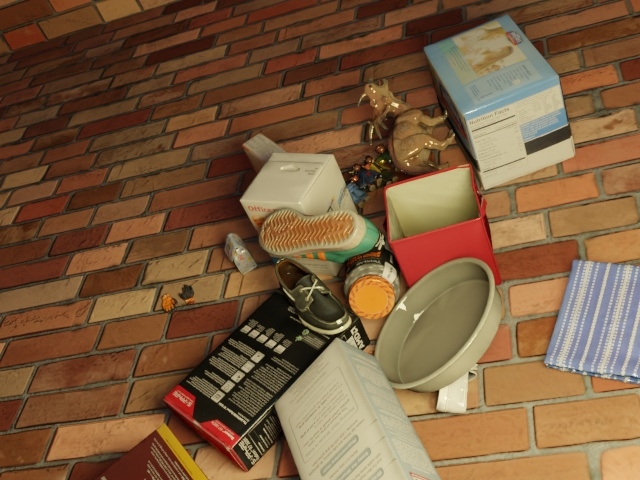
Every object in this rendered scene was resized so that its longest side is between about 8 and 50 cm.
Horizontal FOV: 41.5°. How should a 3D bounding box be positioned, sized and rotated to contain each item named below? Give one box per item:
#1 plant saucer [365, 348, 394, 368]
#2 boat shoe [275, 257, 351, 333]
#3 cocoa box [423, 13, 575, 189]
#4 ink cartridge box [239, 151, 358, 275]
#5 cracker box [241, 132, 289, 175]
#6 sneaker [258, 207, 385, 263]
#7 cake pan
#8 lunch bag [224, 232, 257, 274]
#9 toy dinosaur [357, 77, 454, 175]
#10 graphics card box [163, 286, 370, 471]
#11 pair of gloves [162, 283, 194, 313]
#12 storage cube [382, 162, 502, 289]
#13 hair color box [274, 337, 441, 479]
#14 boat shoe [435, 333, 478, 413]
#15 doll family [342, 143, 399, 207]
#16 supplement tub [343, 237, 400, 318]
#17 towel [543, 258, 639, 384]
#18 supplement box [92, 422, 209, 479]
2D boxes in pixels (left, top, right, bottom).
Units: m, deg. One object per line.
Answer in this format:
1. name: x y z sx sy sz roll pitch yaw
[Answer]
1. plant saucer: 0.107 0.250 1.664 0.083 0.013 0.083 -16 40 14
2. boat shoe: -0.022 0.111 1.700 0.084 0.079 0.233 -32 40 -15
3. cocoa box: 0.414 -0.333 1.987 0.231 0.228 0.347 -21 39 5
4. ink cartridge box: -0.039 -0.061 1.923 0.171 0.233 0.168 4 47 33
5. cracker box: -0.096 -0.161 2.131 0.067 0.156 0.232 -35 40 -12
6. sneaker: 0.000 0.000 1.739 0.302 0.121 0.108 2 71 46
7. cake pan: 0.222 0.163 1.574 0.293 0.054 0.293 -40 23 22
8. lunch bag: -0.198 0.029 2.029 0.053 0.083 0.071 -30 39 -5
9. toy dinosaur: 0.202 -0.240 2.012 0.200 0.127 0.296 -6 59 -7
10. graphics card box: -0.106 0.261 1.705 0.233 0.094 0.371 23 59 43
11. pair of gloves: -0.344 0.141 2.041 0.083 0.010 0.074 -27 38 -3
12. storage cube: 0.250 -0.012 1.741 0.215 0.193 0.184 -16 39 14
13. hair color box: 0.063 0.362 1.432 0.185 0.113 0.374 -48 35 15
14. boat shoe: 0.258 0.241 1.559 0.063 0.066 0.184 14 39 8
15. doll family: 0.117 -0.163 2.079 0.193 0.076 0.111 -34 58 -18
16. supplement tub: 0.107 0.076 1.745 0.117 0.117 0.190 -17 23 11
17. towel: 0.581 0.143 1.478 0.336 0.040 0.243 5 56 33
18. supplement box: -0.295 0.479 1.533 0.194 0.129 0.191 -38 40 -15
